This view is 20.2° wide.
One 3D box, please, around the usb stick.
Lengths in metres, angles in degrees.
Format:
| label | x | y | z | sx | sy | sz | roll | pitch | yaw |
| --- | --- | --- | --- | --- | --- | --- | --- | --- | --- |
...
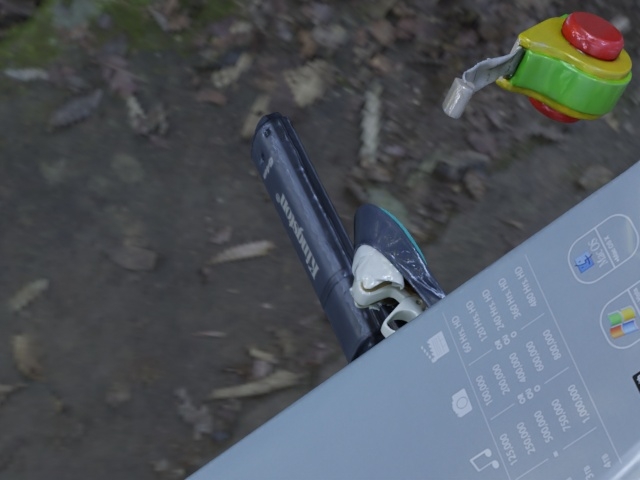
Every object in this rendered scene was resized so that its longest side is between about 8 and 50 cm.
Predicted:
| label | x | y | z | sx | sy | sz | roll | pitch | yaw |
| --- | --- | --- | --- | --- | --- | --- | --- | --- | --- |
| usb stick | 0.000 | 0.000 | 1.731 | 0.045 | 0.077 | 0.278 | -16 | 62 | -18 |

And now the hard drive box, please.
| label | x | y | z | sx | sy | sz | roll | pitch | yaw |
| --- | --- | --- | --- | --- | --- | --- | --- | --- | --- |
| hard drive box | 0.055 | 0.110 | 0.516 | 0.232 | 0.181 | 0.089 | -36 | 47 | 17 |

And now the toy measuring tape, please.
| label | x | y | z | sx | sy | sz | roll | pitch | yaw |
| --- | --- | --- | --- | --- | --- | --- | --- | --- | --- |
| toy measuring tape | 0.245 | -0.165 | 1.881 | 0.121 | 0.330 | 0.121 | 11 | 113 | 27 |

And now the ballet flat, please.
| label | x | y | z | sx | sy | sz | roll | pitch | yaw |
| --- | --- | --- | --- | --- | --- | --- | --- | --- | --- |
| ballet flat | 0.071 | 0.052 | 1.537 | 0.074 | 0.074 | 0.203 | -41 | 66 | 11 |
